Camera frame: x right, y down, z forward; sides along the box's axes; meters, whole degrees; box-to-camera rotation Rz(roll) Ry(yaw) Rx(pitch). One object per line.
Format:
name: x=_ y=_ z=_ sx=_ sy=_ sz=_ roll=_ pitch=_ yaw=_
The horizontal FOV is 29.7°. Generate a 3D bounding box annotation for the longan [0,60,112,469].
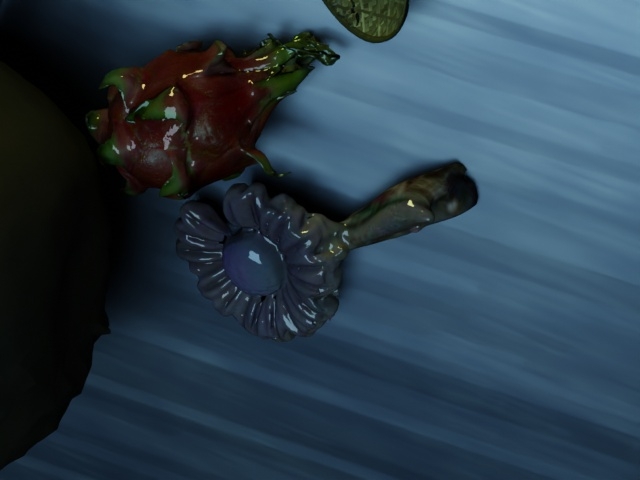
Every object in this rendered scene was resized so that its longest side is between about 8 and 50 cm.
longan: x=-0.367 y=0.025 z=1.049 sx=0.404 sy=0.436 sz=0.404 roll=-12 pitch=134 yaw=-12

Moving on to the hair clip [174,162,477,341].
hair clip: x=0.000 y=0.003 z=1.127 sx=0.300 sy=0.069 sz=0.173 roll=-20 pitch=109 yaw=24

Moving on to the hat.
hat: x=0.050 y=-0.245 z=1.004 sx=0.146 sy=0.067 sz=0.146 roll=44 pitch=152 yaw=32

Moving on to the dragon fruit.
dragon fruit: x=-0.091 y=-0.111 z=1.072 sx=0.235 sy=0.135 sz=0.137 roll=-14 pitch=105 yaw=3
